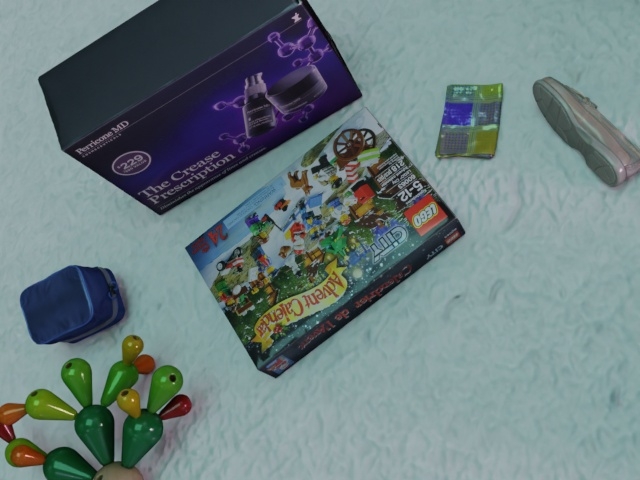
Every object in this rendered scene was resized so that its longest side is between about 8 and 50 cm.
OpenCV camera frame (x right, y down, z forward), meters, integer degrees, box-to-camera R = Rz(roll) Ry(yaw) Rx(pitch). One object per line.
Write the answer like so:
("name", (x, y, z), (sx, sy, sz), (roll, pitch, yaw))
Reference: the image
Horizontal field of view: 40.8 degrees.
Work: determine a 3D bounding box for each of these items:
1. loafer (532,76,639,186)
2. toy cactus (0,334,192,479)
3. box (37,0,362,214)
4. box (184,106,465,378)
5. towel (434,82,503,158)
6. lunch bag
("loafer", (0.245, -0.105, 0.787), (0.039, 0.045, 0.125), (-29, 67, -10))
("toy cactus", (-0.209, 0.200, 0.830), (0.219, 0.112, 0.180), (-24, 82, 9))
("box", (-0.114, -0.154, 0.867), (0.261, 0.184, 0.103), (-30, 61, 10))
("box", (0.000, 0.000, 0.839), (0.233, 0.044, 0.159), (-38, 61, 5))
("towel", (0.147, -0.118, 0.846), (0.060, 0.009, 0.083), (5, 72, 24))
("lunch bag", (-0.254, 0.066, 0.904), (0.098, 0.065, 0.067), (-24, 77, 19))
